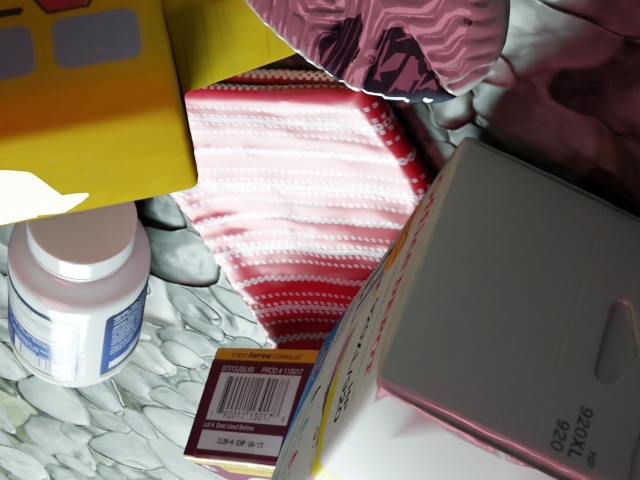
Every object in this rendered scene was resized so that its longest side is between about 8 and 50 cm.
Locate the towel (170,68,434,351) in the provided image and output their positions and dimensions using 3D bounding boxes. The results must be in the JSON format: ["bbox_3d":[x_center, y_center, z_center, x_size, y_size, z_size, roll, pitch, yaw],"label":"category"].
[{"bbox_3d":[0.000,0.000,1.007,0.198,0.031,0.275,5,143,35],"label":"towel"}]

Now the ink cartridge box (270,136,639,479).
[{"bbox_3d":[0.087,0.097,0.903,0.168,0.171,0.233,26,143,-5],"label":"ink cartridge box"}]

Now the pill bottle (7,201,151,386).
[{"bbox_3d":[-0.161,0.024,1.119,0.094,0.094,0.169,27,150,4],"label":"pill bottle"}]

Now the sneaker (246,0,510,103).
[{"bbox_3d":[0.006,-0.159,0.621,0.235,0.153,0.094,46,121,11],"label":"sneaker"}]

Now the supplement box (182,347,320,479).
[{"bbox_3d":[0.015,0.144,1.123,0.104,0.081,0.188,-1,154,44],"label":"supplement box"}]

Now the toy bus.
[{"bbox_3d":[-0.165,-0.078,0.765,0.332,0.130,0.108,-11,153,-3],"label":"toy bus"}]
